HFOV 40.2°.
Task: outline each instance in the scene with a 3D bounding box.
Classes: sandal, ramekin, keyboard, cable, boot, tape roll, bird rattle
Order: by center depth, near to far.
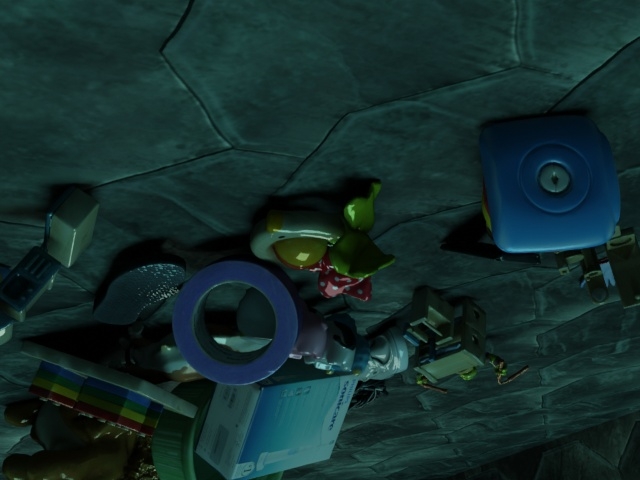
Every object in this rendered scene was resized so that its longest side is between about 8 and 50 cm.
[{"bbox_3d":[0.000,0.000,1.278,0.207,0.143,0.253,8,166,-12],"label":"bird rattle"},{"bbox_3d":[-0.124,0.118,1.324,0.189,0.189,0.080,-12,-176,5],"label":"tape roll"},{"bbox_3d":[-0.290,0.065,1.350,0.097,0.054,0.254,18,149,-30],"label":"sandal"},{"bbox_3d":[0.278,0.018,1.390,0.108,0.023,0.180,6,-176,-22],"label":"keyboard"},{"bbox_3d":[0.105,0.258,1.871,0.123,0.095,0.258,-12,158,-12],"label":"boot"},{"bbox_3d":[-0.218,0.429,1.885,0.148,0.303,0.303,-2,166,40],"label":"ramekin"},{"bbox_3d":[0.078,0.397,2.240,0.184,0.047,0.150,-15,156,12],"label":"cable"}]

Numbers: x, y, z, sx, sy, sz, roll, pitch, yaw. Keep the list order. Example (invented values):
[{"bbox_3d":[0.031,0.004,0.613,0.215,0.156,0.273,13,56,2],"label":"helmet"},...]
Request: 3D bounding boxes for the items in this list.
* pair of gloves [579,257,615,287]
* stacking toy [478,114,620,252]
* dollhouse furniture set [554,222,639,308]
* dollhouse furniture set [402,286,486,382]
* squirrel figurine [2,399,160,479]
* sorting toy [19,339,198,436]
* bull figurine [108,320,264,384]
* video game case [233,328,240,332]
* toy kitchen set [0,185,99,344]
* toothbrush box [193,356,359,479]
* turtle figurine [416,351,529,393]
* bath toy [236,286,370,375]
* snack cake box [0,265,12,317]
[{"bbox_3d":[0.601,0.055,1.701,0.198,0.023,0.159,-17,155,15],"label":"pair of gloves"},{"bbox_3d":[0.285,-0.045,1.224,0.166,0.175,0.302,-5,168,-3],"label":"stacking toy"},{"bbox_3d":[0.486,0.045,1.505,0.144,0.123,0.151,-17,155,15],"label":"dollhouse furniture set"},{"bbox_3d":[0.218,0.166,1.714,0.129,0.129,0.184,-28,126,37],"label":"dollhouse furniture set"},{"bbox_3d":[-0.474,0.515,1.887,0.281,0.370,0.397,-26,152,32],"label":"squirrel figurine"},{"bbox_3d":[-0.397,0.290,1.619,0.257,0.089,0.255,14,163,19],"label":"sorting toy"},{"bbox_3d":[-0.231,0.198,1.604,0.310,0.101,0.188,-17,153,13],"label":"bull figurine"},{"bbox_3d":[-0.214,0.234,1.785,0.212,0.023,0.193,-13,156,9],"label":"video game case"},{"bbox_3d":[-0.407,0.004,1.081,0.166,0.207,0.122,34,148,-2],"label":"toy kitchen set"},{"bbox_3d":[-0.082,0.346,1.773,0.295,0.126,0.216,1,113,-47],"label":"toothbrush box"},{"bbox_3d":[0.328,0.272,2.006,0.269,0.087,0.217,-10,150,22],"label":"turtle figurine"},{"bbox_3d":[-0.035,0.144,1.530,0.151,0.129,0.348,0,162,27],"label":"bath toy"},{"bbox_3d":[-0.576,0.070,1.192,0.152,0.089,0.264,-20,154,27],"label":"snack cake box"}]
